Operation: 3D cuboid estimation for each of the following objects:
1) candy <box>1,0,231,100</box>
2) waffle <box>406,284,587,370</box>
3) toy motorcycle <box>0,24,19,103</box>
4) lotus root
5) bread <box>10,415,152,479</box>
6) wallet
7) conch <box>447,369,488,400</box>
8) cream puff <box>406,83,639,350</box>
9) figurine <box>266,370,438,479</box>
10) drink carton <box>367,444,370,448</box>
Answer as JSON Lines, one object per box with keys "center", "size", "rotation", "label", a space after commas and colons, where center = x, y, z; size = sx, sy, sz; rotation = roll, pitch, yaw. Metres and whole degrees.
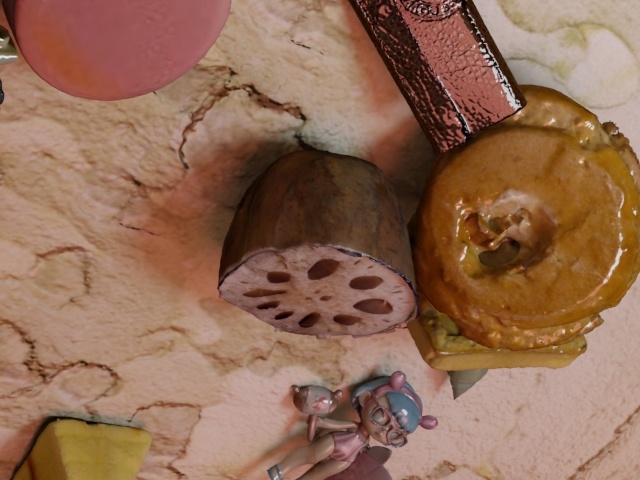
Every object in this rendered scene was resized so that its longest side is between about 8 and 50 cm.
{"center": [-0.215, -0.270, 1.674], "size": [0.255, 0.094, 0.255], "rotation": [-15, 136, -15], "label": "candy"}
{"center": [0.234, 0.108, 2.227], "size": [0.274, 0.168, 0.057], "rotation": [2, 136, -31], "label": "waffle"}
{"center": [-0.491, -0.192, 1.558], "size": [0.410, 0.168, 0.237], "rotation": [2, 137, -38], "label": "toy motorcycle"}
{"center": [0.000, 0.000, 1.984], "size": [0.272, 0.192, 0.272], "rotation": [-2, 155, -1], "label": "lotus root"}
{"center": [-0.309, 0.391, 2.142], "size": [0.163, 0.264, 0.167], "rotation": [13, 129, -35], "label": "bread"}
{"center": [0.141, -0.229, 1.886], "size": [0.133, 0.039, 0.243], "rotation": [-28, 115, 7], "label": "wallet"}
{"center": [0.214, 0.170, 2.361], "size": [0.065, 0.088, 0.180], "rotation": [-48, 155, -53], "label": "conch"}
{"center": [0.267, -0.029, 2.049], "size": [0.327, 0.343, 0.231], "rotation": [-15, 180, 13], "label": "cream puff"}
{"center": [0.029, 0.279, 2.349], "size": [0.260, 0.103, 0.205], "rotation": [-34, 101, 8], "label": "figurine"}
{"center": [0.055, 0.387, 2.469], "size": [0.056, 0.071, 0.165], "rotation": [-11, 136, -15], "label": "drink carton"}
